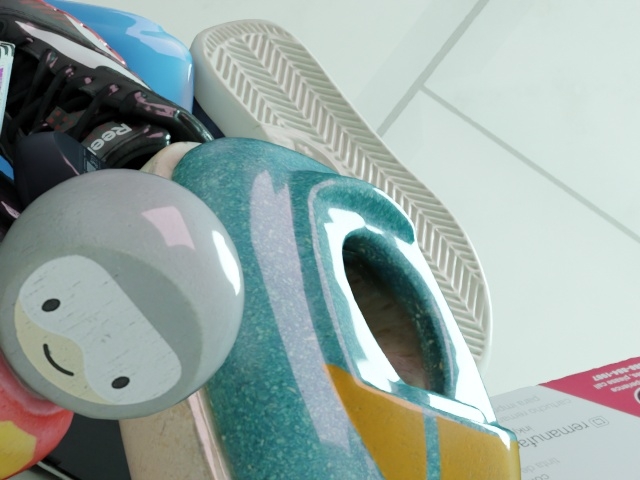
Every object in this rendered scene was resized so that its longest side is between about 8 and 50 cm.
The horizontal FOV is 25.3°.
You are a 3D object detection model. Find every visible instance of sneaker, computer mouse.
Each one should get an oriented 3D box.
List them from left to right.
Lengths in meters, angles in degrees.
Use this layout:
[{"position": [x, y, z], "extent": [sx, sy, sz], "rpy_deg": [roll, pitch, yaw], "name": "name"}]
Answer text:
[{"position": [-0.138, -0.065, 0.819], "extent": [0.276, 0.097, 0.135], "rpy_deg": [40, -1, 4], "name": "sneaker"}, {"position": [-0.070, 0.035, 0.738], "extent": [0.242, 0.041, 0.071], "rpy_deg": [45, 8, -19], "name": "computer mouse"}, {"position": [0.000, 0.000, 1.070], "extent": [0.350, 0.131, 0.148], "rpy_deg": [59, -34, 26], "name": "sneaker"}]

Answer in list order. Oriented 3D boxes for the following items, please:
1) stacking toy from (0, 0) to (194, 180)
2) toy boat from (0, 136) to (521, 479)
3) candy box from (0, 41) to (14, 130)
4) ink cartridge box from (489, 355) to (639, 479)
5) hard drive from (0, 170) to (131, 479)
[{"position": [-0.202, -0.062, 1.142], "extent": [0.175, 0.165, 0.302], "rpy_deg": [8, -14, -8], "name": "stacking toy"}, {"position": [-0.018, 0.059, 0.502], "extent": [0.318, 0.148, 0.267], "rpy_deg": [19, 45, -56], "name": "toy boat"}, {"position": [-0.221, -0.065, 0.616], "extent": [0.159, 0.071, 0.233], "rpy_deg": [10, 7, -9], "name": "candy box"}, {"position": [0.206, 0.204, 0.786], "extent": [0.226, 0.131, 0.306], "rpy_deg": [-10, 31, -33], "name": "ink cartridge box"}, {"position": [-0.114, 0.057, 0.772], "extent": [0.237, 0.064, 0.339], "rpy_deg": [37, 1, -33], "name": "hard drive"}]
